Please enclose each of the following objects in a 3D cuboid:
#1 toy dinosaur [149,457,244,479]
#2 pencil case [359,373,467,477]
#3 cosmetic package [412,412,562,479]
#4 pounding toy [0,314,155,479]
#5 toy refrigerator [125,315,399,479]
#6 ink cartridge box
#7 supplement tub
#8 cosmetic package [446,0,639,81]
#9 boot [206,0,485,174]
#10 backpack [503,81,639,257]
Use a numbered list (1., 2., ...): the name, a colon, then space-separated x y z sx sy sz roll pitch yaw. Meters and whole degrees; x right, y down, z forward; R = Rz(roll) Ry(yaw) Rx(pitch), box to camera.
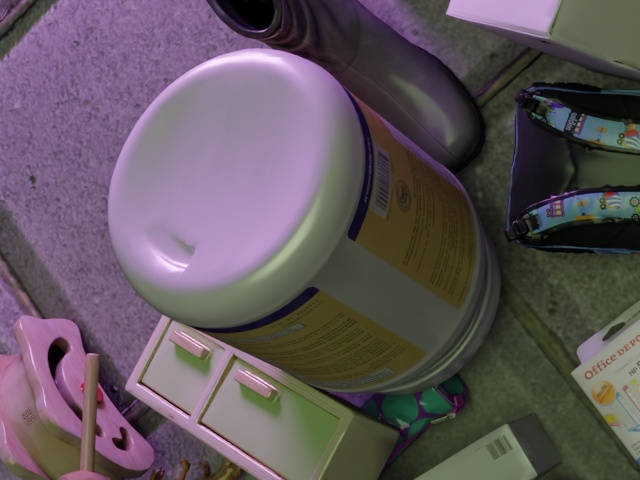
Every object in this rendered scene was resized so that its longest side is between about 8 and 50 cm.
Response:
1. toy dinosaur: -0.150 0.300 1.510 0.112 0.064 0.211 31 102 19
2. pencil case: 0.072 0.182 1.414 0.151 0.064 0.070 -45 55 17
3. cosmetic package: 0.110 0.253 1.380 0.239 0.099 0.060 -35 79 20
4. pounding toy: -0.237 0.176 1.499 0.155 0.154 0.269 -43 48 16
5. toy refrigerator: -0.064 0.165 1.407 0.269 0.094 0.102 27 88 40
6. ink cartridge box: 0.300 0.133 1.301 0.092 0.090 0.143 -41 75 18
7. supplement tub: 0.000 0.000 1.275 0.241 0.331 0.241 -13 64 28
8. cosmetic package: 0.274 -0.330 1.233 0.155 0.197 0.365 28 100 54
9. boot: -0.006 -0.185 1.364 0.338 0.222 0.118 43 105 18
10. backpack: 0.265 -0.062 1.303 0.173 0.117 0.158 4 91 24
